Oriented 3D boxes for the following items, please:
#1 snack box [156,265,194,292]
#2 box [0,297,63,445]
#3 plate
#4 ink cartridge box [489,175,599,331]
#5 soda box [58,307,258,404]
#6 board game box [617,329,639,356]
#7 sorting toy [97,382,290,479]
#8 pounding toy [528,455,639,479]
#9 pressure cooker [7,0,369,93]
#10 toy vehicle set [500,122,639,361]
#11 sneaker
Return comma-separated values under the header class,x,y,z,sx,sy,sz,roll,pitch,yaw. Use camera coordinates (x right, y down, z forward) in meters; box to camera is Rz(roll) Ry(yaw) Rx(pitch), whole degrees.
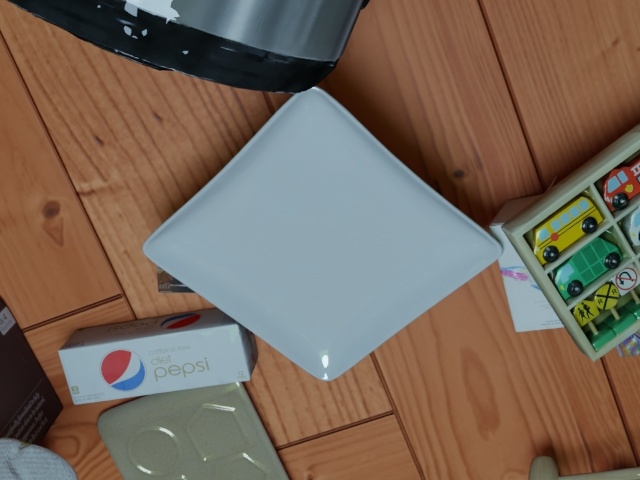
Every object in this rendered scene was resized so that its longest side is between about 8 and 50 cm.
class,x,y,z,sx,sy,sz,roll,pitch,yaw
snack box,-0.100,0.028,1.114,0.178,0.022,0.064,0,106,5
box,-0.446,0.197,1.118,0.203,0.168,0.167,-21,105,11
plate,0.000,0.000,1.024,0.277,0.045,0.278,38,119,-21
ink cartridge box,0.244,0.011,1.035,0.090,0.092,0.143,-10,106,26
soda box,-0.187,0.133,1.130,0.216,0.069,0.073,-9,106,8
board game box,0.364,0.053,1.031,0.133,0.033,0.168,-38,126,-12
sorting toy,-0.148,0.273,1.190,0.193,0.038,0.208,-21,100,11
pounding toy,0.358,0.343,1.075,0.270,0.155,0.154,14,64,0
pressure cooker,-0.082,-0.372,0.806,0.370,0.375,0.420,23,108,1
toy vehicle set,0.331,-0.024,0.960,0.267,0.035,0.166,-37,107,-1
sneaker,-0.369,0.276,1.018,0.240,0.091,0.126,4,128,1
